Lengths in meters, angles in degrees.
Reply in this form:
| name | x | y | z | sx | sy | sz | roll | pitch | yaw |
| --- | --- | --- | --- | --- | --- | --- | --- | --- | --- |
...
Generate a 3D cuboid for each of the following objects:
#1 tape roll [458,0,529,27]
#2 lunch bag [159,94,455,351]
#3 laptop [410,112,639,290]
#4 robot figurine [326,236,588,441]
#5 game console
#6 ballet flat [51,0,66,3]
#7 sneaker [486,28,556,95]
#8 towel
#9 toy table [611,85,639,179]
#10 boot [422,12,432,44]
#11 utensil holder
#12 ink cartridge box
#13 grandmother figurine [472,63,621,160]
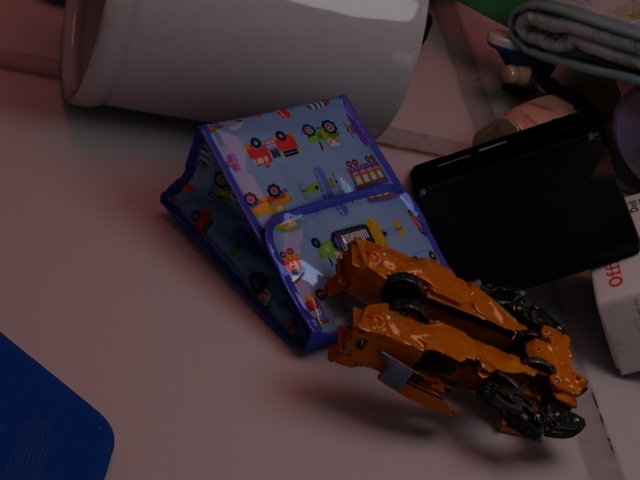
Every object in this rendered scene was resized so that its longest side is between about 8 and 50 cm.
| name | x | y | z | sx | sy | sz | roll | pitch | yaw |
| --- | --- | --- | --- | --- | --- | --- | --- | --- | --- |
| tape roll | 0.314 | -0.390 | 2.224 | 0.321 | 0.077 | 0.321 | 24 | 18 | -8 |
| lunch bag | 0.000 | 0.000 | 1.575 | 0.221 | 0.138 | 0.293 | -17 | 62 | -40 |
| laptop | 0.241 | -0.043 | 1.716 | 0.234 | 0.136 | 0.264 | -18 | 11 | 6 |
| robot figurine | 0.148 | 0.110 | 1.464 | 0.291 | 0.085 | 0.211 | 25 | 36 | -19 |
| game console | -0.338 | 0.214 | 1.164 | 0.250 | 0.173 | 0.293 | 44 | 28 | -21 |
| ballet flat | -0.411 | -0.489 | 2.026 | 0.139 | 0.139 | 0.400 | -6 | 41 | -33 |
| sneaker | 0.289 | -0.257 | 2.084 | 0.152 | 0.084 | 0.058 | 6 | 26 | -47 |
| towel | 0.493 | -0.297 | 1.940 | 0.320 | 0.090 | 0.374 | -19 | 30 | -28 |
| toy table | 0.537 | -0.104 | 1.890 | 0.274 | 0.252 | 0.161 | 13 | 18 | -11 |
| boot | 0.035 | -0.338 | 2.101 | 0.246 | 0.083 | 0.161 | -9 | 36 | -44 |
| utensil holder | -0.098 | -0.298 | 1.743 | 0.385 | 0.327 | 0.327 | 8 | 35 | -19 |
| ink cartridge box | 0.450 | 0.023 | 1.628 | 0.273 | 0.115 | 0.198 | -16 | 32 | 14 |
| grandmother figurine | 0.332 | -0.170 | 1.990 | 0.208 | 0.104 | 0.342 | 56 | 38 | 3 |
